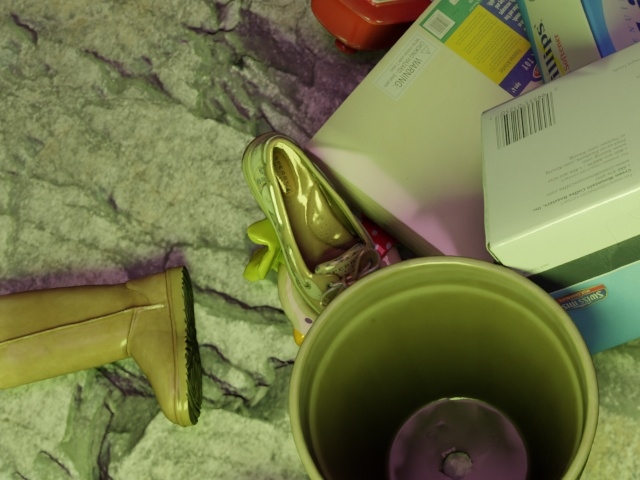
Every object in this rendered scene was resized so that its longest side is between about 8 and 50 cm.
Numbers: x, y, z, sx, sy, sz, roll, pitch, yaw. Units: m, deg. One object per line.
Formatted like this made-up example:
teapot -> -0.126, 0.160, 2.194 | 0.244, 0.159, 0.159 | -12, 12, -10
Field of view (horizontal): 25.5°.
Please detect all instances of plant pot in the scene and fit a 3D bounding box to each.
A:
plant pot -> 0.147, 0.218, 1.584 | 0.323, 0.280, 0.323 | -4, 64, 9

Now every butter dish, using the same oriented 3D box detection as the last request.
butter dish -> 0.055, -0.311, 1.950 | 0.160, 0.118, 0.160 | -17, 51, -46

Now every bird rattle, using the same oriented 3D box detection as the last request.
bird rattle -> 0.030, 0.032, 1.809 | 0.254, 0.143, 0.207 | -9, 75, -9

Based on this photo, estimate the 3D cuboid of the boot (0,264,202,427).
boot -> -0.291, 0.153, 1.807 | 0.270, 0.089, 0.236 | -11, 53, 5

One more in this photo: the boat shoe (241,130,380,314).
boat shoe -> 0.000, 0.000, 1.694 | 0.104, 0.089, 0.285 | -36, 101, -10

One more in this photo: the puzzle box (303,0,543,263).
puzzle box -> 0.199, -0.163, 1.805 | 0.272, 0.052, 0.409 | 38, 65, 6

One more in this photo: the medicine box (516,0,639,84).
medicine box -> 0.420, -0.273, 1.787 | 0.289, 0.149, 0.263 | -3, 62, -20

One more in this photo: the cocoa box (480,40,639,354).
cocoa box -> 0.383, -0.066, 1.572 | 0.347, 0.228, 0.231 | -24, 40, 25
